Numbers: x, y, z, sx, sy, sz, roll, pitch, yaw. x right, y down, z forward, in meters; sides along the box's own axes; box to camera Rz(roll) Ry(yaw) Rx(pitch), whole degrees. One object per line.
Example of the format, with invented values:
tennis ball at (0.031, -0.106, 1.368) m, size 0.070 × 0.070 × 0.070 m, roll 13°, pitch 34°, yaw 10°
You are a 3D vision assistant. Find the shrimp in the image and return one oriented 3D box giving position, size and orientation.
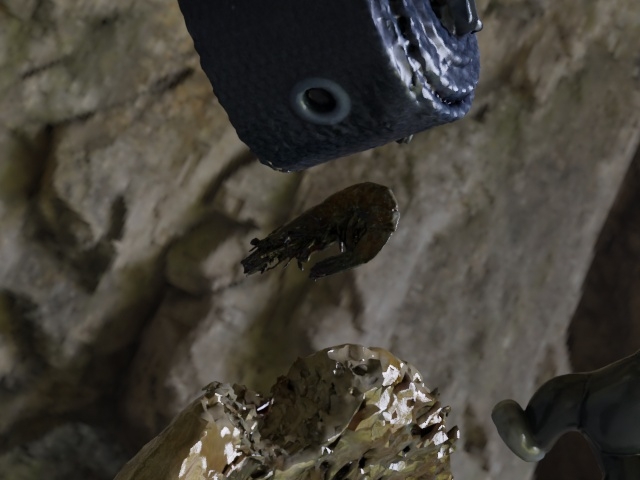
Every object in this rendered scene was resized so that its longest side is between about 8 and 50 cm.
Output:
shrimp at (0.000, 0.000, 1.297) m, size 0.034 × 0.161 × 0.091 m, roll 58°, pitch 7°, yaw -47°

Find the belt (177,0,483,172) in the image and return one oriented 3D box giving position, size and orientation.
belt at (0.006, -0.147, 0.610) m, size 0.128 × 0.218 × 0.122 m, roll -14°, pitch 2°, yaw 27°

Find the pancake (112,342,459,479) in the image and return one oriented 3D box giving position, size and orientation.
pancake at (-0.047, 0.217, 0.713) m, size 0.071 × 0.382 × 0.382 m, roll 26°, pitch -10°, yaw 31°

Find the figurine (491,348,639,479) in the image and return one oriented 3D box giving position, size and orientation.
figurine at (0.256, 0.114, 0.901) m, size 0.265 × 0.193 × 0.140 m, roll -20°, pitch 6°, yaw 27°
